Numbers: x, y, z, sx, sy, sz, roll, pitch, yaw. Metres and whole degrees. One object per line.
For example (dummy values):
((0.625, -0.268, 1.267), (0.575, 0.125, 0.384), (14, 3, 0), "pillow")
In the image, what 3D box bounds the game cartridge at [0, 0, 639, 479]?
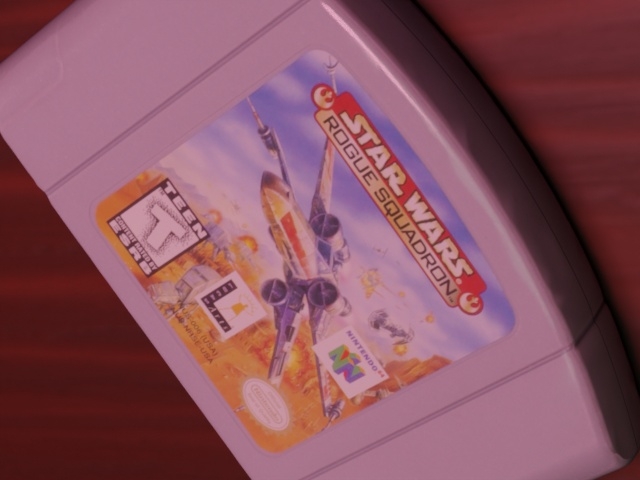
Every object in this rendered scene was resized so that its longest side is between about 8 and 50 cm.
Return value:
((0.000, 0.000, 0.710), (0.198, 0.062, 0.297), (-32, 96, 40), "game cartridge")
